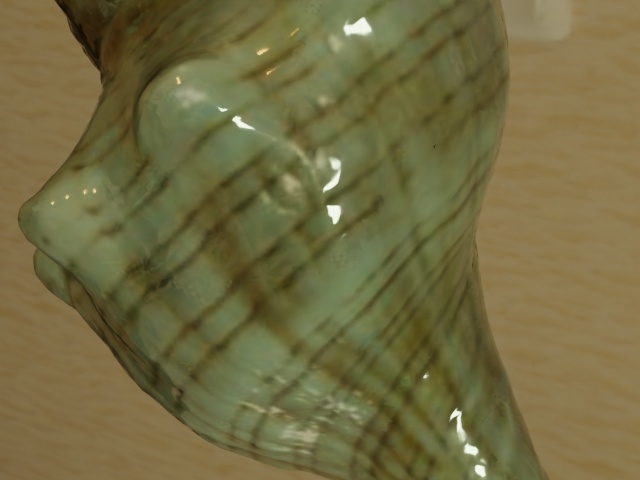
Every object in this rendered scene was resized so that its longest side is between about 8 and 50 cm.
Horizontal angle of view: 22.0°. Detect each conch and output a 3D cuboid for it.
[{"bbox_3d":[-0.014,0.001,0.551,0.203,0.169,0.386,-102,-178,-87],"label":"conch"}]
